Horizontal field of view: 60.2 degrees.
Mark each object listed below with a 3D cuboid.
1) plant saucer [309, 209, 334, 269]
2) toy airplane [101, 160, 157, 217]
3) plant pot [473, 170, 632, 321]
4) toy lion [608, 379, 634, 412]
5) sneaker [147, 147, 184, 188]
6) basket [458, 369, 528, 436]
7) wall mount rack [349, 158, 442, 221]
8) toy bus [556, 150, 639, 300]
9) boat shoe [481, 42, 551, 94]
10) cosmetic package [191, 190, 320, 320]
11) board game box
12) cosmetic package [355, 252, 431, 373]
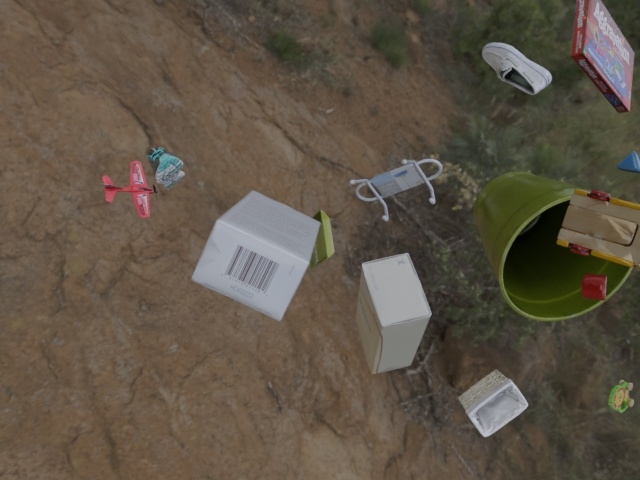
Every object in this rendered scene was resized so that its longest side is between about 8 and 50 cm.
[{"bbox_3d":[0.000,0.000,2.062,0.045,0.188,0.188,-2,75,-22],"label":"plant saucer"},{"bbox_3d":[-0.458,-0.120,1.324,0.151,0.028,0.151,25,53,-39],"label":"toy airplane"},{"bbox_3d":[0.603,-0.026,1.538,0.366,0.366,0.353,39,16,-23],"label":"plant pot"},{"bbox_3d":[0.868,0.459,1.602,0.096,0.034,0.100,-30,115,-27],"label":"toy lion"},{"bbox_3d":[-0.318,-0.154,1.103,0.065,0.166,0.076,-39,94,-14],"label":"sneaker"},{"bbox_3d":[0.515,0.487,1.668,0.113,0.167,0.103,53,0,-18],"label":"basket"},{"bbox_3d":[0.270,-0.210,2.043,0.304,0.350,0.130,43,35,-44],"label":"wall mount rack"},{"bbox_3d":[0.466,-0.009,0.822,0.104,0.191,0.202,3,62,-50],"label":"toy bus"},{"bbox_3d":[0.539,-0.489,1.565,0.226,0.076,0.083,40,-18,32],"label":"boat shoe"},{"bbox_3d":[-0.145,0.017,1.424,0.230,0.161,0.453,26,14,-2],"label":"cosmetic package"},{"bbox_3d":[0.588,-0.385,1.140,0.281,0.027,0.145,18,77,-43],"label":"board game box"},{"bbox_3d":[0.159,0.180,1.286,0.113,0.309,0.160,-12,58,-6],"label":"cosmetic package"}]
